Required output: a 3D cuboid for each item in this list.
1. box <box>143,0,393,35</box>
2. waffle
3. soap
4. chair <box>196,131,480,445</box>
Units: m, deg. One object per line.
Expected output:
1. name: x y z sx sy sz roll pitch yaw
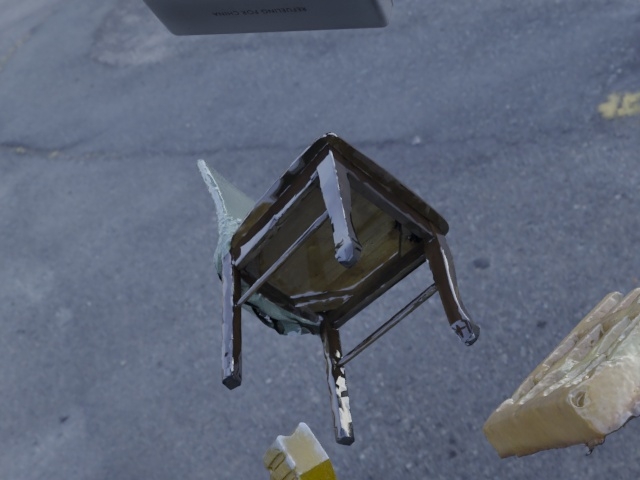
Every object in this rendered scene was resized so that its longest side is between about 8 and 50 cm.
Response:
1. box: -0.054 -0.250 0.972 0.244 0.103 0.055 3 72 19
2. waffle: 0.364 0.156 1.249 0.304 0.077 0.348 -40 -6 -18
3. soap: -0.039 0.435 1.844 0.073 0.140 0.232 -32 -13 -20
4. chair: 0.000 0.000 0.868 0.186 0.160 0.319 -44 30 23
